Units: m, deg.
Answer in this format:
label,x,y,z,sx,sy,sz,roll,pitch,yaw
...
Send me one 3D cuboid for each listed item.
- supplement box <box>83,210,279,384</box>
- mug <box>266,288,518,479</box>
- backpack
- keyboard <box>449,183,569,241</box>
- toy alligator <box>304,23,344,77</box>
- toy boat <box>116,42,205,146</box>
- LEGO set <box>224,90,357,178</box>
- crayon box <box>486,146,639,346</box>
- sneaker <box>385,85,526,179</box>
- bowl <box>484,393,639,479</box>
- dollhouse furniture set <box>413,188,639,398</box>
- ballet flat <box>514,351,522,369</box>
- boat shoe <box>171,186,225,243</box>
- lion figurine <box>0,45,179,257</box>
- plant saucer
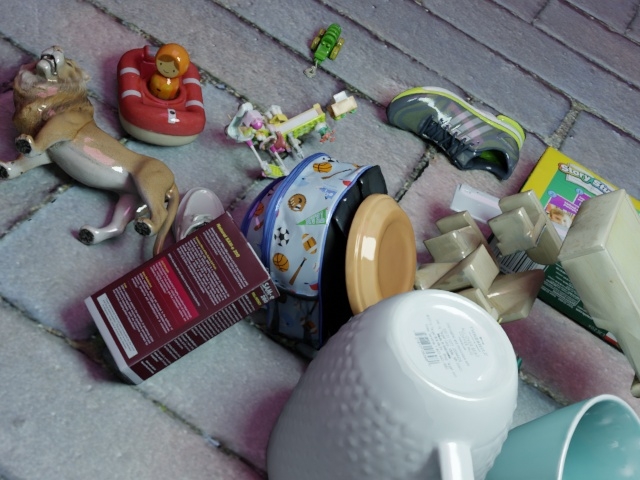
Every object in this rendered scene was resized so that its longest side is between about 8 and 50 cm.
label,x,y,z,sx,sy,sz,roll,pitch,yaw
supplement box,-0.194,0.081,1.378,0.239,0.073,0.130,-32,64,-5
mug,0.112,0.263,1.257,0.276,0.328,0.374,8,47,-20
backpack,0.000,0.000,1.501,0.213,0.263,0.276,19,41,14
keyboard,0.353,-0.030,1.740,0.256,0.014,0.072,23,49,1
toy alligator,0.011,-0.405,2.042,0.056,0.051,0.189,26,43,-1
toy boat,-0.269,-0.275,1.706,0.151,0.151,0.231,6,47,-22
LEGO set,-0.045,-0.182,1.759,0.287,0.132,0.107,-12,64,-42
crayon box,0.521,0.017,1.859,0.363,0.106,0.313,34,42,8
sneaker,0.272,-0.213,1.954,0.300,0.111,0.121,16,48,-9
bowl,0.326,0.368,1.335,0.311,0.163,0.311,12,74,-48
dollhouse furniture set,0.328,0.114,1.523,0.256,0.394,0.362,57,40,-17
ballet flat,0.260,0.244,1.547,0.079,0.077,0.221,15,36,14
boat shoe,-0.185,0.003,1.530,0.096,0.088,0.267,15,45,-13
lion figurine,-0.350,-0.129,1.563,0.392,0.142,0.240,42,35,-5
plant saucer,0.094,0.032,1.417,0.037,0.200,0.200,1,35,28
